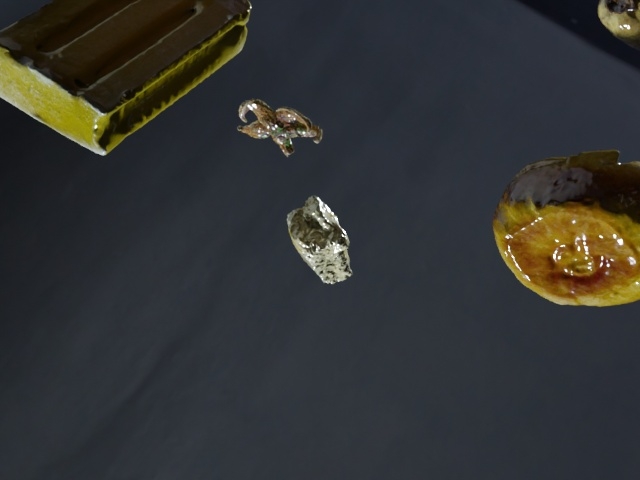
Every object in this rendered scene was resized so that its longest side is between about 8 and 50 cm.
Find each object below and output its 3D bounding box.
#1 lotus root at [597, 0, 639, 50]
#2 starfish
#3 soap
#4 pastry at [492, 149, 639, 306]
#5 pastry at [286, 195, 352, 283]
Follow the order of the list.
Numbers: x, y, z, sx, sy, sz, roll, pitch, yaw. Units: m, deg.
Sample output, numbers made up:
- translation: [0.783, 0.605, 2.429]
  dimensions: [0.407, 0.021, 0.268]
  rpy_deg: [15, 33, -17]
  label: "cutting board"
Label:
- translation: [0.588, -0.394, 1.557]
  dimensions: [0.260, 0.128, 0.145]
  rpy_deg: [4, 143, -36]
  label: "lotus root"
- translation: [-0.093, -0.243, 1.899]
  dimensions: [0.053, 0.209, 0.150]
  rpy_deg: [-53, 127, -38]
  label: "starfish"
- translation: [-0.251, -0.256, 1.180]
  dimensions: [0.315, 0.199, 0.091]
  rpy_deg: [-49, 163, -41]
  label: "soap"
- translation: [0.499, -0.018, 1.679]
  dimensions: [0.356, 0.356, 0.164]
  rpy_deg: [101, 8, -49]
  label: "pastry"
- translation: [0.004, 0.005, 1.578]
  dimensions: [0.089, 0.121, 0.258]
  rpy_deg: [-38, 168, -1]
  label: "pastry"
